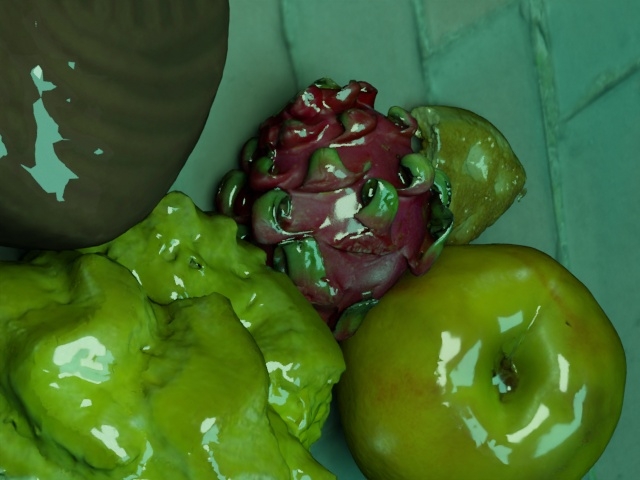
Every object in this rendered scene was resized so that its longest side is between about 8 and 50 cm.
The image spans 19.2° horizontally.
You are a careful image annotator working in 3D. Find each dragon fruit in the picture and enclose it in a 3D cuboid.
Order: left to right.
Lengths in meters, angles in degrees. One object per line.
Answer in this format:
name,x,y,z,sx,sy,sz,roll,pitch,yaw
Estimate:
dragon fruit,-0.004,-0.009,1.698,0.273,0.198,0.218,-50,170,13

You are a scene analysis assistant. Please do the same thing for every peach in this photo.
peach,0.150,0.149,1.859,0.289,0.308,0.288,2,79,-9

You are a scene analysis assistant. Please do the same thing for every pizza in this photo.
pizza,0.139,-0.052,1.910,0.182,0.062,0.161,6,96,-52

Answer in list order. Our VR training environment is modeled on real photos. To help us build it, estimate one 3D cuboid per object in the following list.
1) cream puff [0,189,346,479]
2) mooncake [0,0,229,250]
cream puff,-0.137,0.101,1.505,0.378,0.378,0.275,27,89,-48
mooncake,-0.212,-0.152,1.365,0.334,0.174,0.325,-22,100,-37
